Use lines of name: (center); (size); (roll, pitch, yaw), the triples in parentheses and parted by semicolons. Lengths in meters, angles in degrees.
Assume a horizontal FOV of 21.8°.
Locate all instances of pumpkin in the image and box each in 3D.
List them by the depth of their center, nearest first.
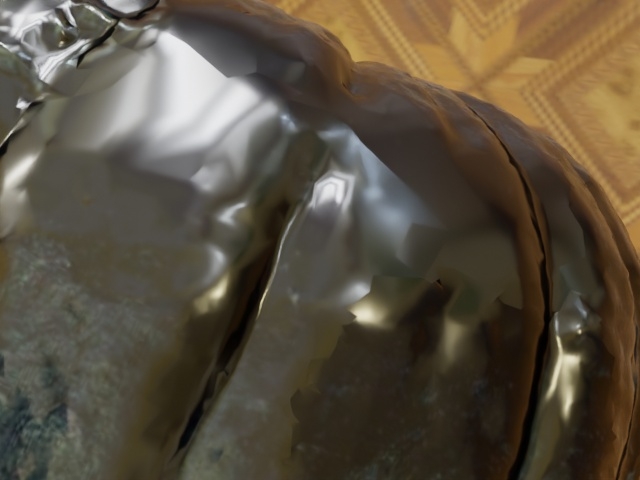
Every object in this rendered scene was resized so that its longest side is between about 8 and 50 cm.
pumpkin: (-0.052, 0.043, 0.613); (0.363, 0.363, 0.266); (25, 86, 22)
